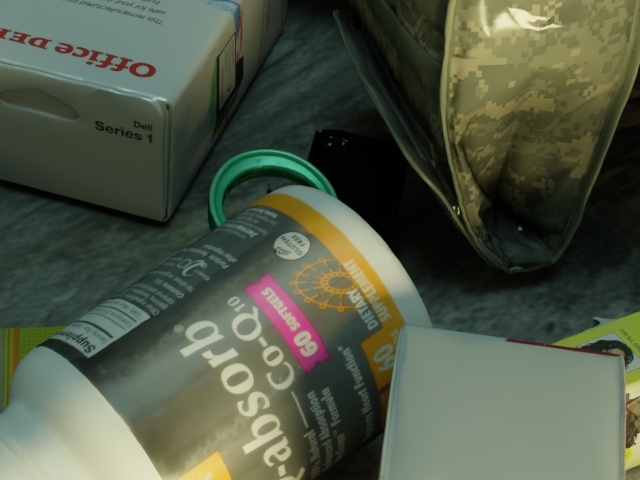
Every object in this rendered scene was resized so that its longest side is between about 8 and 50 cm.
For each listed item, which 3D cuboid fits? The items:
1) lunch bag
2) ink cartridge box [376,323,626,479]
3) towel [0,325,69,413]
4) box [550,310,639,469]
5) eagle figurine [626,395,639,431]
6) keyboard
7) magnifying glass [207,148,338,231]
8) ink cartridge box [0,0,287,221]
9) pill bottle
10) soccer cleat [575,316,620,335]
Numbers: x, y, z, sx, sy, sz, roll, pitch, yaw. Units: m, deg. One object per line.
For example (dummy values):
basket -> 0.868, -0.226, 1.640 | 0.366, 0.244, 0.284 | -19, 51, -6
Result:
lunch bag -> 0.109, -0.145, 1.263 | 0.169, 0.287, 0.235 | -8, 39, -12
ink cartridge box -> 0.092, 0.157, 1.001 | 0.128, 0.176, 0.127 | 7, 44, 3
towel -> -0.165, 0.088, 1.169 | 0.237, 0.021, 0.102 | -3, 43, -9
box -> 0.194, 0.098, 1.146 | 0.232, 0.087, 0.058 | -19, 45, -23
eagle figurine -> 0.326, 0.192, 0.985 | 0.298, 0.225, 0.226 | 2, 51, -19
keyboard -> 0.000, 0.000, 1.278 | 0.100, 0.038, 0.192 | 15, 51, 1
magnifying glass -> -0.017, 0.030, 1.213 | 0.092, 0.026, 0.231 | -6, 55, -15
ink cartridge box -> -0.160, -0.158, 1.372 | 0.201, 0.117, 0.278 | 14, 41, 10
pill bottle -> -0.080, 0.100, 1.046 | 0.278, 0.162, 0.162 | -35, 54, -23
soccer cleat -> 0.183, 0.078, 1.211 | 0.036, 0.029, 0.083 | 17, 39, 26
